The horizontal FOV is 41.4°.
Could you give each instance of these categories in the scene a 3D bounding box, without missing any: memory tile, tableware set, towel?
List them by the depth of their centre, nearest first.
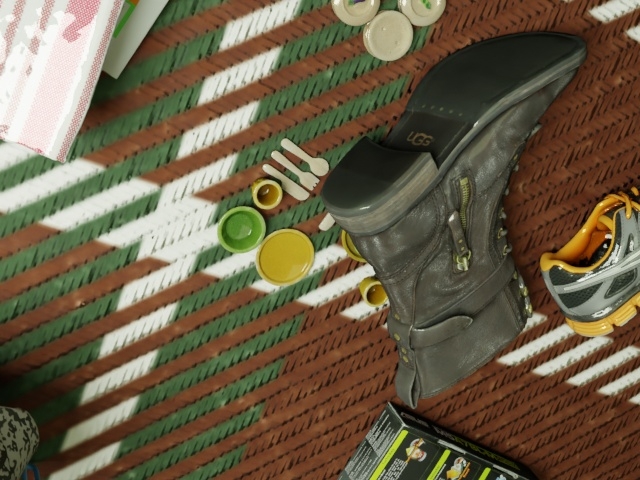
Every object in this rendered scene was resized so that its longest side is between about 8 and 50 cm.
[{"bbox_3d":[-0.217,-0.147,0.500,0.197,0.029,0.144,22,99,-5],"label":"towel"},{"bbox_3d":[0.042,-0.213,0.606,0.113,0.012,0.148,-44,117,0],"label":"memory tile"},{"bbox_3d":[0.000,0.000,0.662,0.154,0.024,0.104,35,95,-27],"label":"tableware set"}]

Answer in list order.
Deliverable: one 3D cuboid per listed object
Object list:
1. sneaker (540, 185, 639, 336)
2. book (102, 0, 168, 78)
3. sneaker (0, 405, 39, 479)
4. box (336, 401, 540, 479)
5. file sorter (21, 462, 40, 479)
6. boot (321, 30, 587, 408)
[{"bbox_3d":[0.280,-0.014,0.724,0.215,0.084,0.083,-46,112,2],"label":"sneaker"},{"bbox_3d":[-0.134,-0.191,0.545,0.096,0.035,0.144,31,95,-30],"label":"book"},{"bbox_3d":[-0.359,0.106,0.510,0.410,0.182,0.158,22,105,1],"label":"sneaker"},{"bbox_3d":[0.087,0.264,0.777,0.184,0.045,0.191,28,99,-23],"label":"box"},{"bbox_3d":[-0.240,0.237,0.614,0.104,0.118,0.170,-20,114,-16],"label":"file sorter"},{"bbox_3d":[0.127,-0.015,0.676,0.263,0.091,0.229,-39,127,-12],"label":"boot"}]
